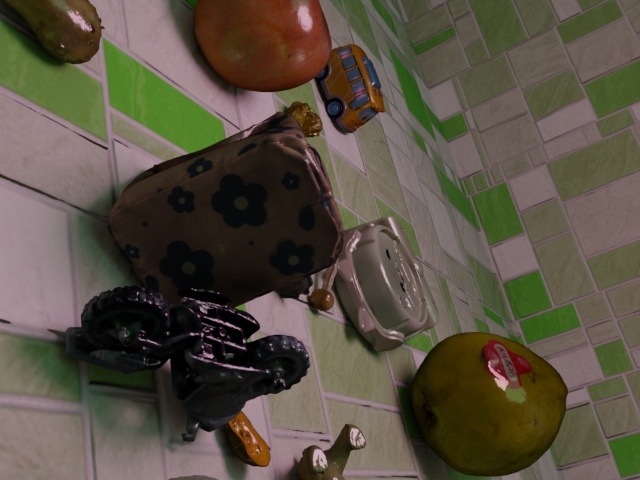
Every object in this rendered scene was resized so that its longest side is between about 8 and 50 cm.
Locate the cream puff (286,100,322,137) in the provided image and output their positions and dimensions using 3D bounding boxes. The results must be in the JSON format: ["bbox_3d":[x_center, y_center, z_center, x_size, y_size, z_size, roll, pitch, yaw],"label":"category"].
[{"bbox_3d":[-0.036,-0.250,1.491,0.058,0.083,0.083,-44,131,-21],"label":"cream puff"}]

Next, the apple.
[{"bbox_3d":[-0.103,-0.378,1.263,0.253,0.254,0.253,49,27,-36],"label":"apple"}]

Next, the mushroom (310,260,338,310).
[{"bbox_3d":[0.002,-0.001,1.314,0.068,0.043,0.306,24,43,-32],"label":"mushroom"}]

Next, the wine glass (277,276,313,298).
[{"bbox_3d":[-0.037,0.024,1.183,0.072,0.072,0.155,55,25,-26],"label":"wine glass"}]

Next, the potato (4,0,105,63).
[{"bbox_3d":[-0.314,-0.272,0.837,0.138,0.070,0.091,51,25,-32],"label":"potato"}]

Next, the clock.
[{"bbox_3d":[0.125,0.089,1.437,0.265,0.109,0.324,68,22,3],"label":"clock"}]

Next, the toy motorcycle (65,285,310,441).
[{"bbox_3d":[-0.143,0.130,0.757,0.270,0.159,0.106,24,34,-37],"label":"toy motorcycle"}]

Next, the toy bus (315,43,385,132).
[{"bbox_3d":[0.077,-0.386,1.780,0.126,0.136,0.209,-1,69,-67],"label":"toy bus"}]

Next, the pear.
[{"bbox_3d":[0.356,0.329,1.450,0.375,0.287,0.287,2,61,-30],"label":"pear"}]

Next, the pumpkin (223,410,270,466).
[{"bbox_3d":[-0.096,0.244,0.870,0.083,0.028,0.050,60,19,8],"label":"pumpkin"}]

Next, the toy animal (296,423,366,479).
[{"bbox_3d":[0.016,0.360,0.929,0.103,0.101,0.218,9,50,-36],"label":"toy animal"}]

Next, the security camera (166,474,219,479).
[{"bbox_3d":[-0.101,0.334,0.560,0.236,0.195,0.194,66,21,-13],"label":"security camera"}]

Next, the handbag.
[{"bbox_3d":[-0.103,-0.041,0.870,0.193,0.252,0.190,-93,158,-61],"label":"handbag"}]
